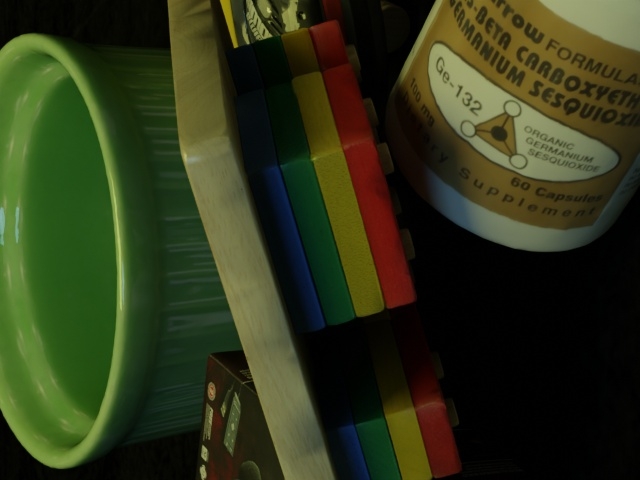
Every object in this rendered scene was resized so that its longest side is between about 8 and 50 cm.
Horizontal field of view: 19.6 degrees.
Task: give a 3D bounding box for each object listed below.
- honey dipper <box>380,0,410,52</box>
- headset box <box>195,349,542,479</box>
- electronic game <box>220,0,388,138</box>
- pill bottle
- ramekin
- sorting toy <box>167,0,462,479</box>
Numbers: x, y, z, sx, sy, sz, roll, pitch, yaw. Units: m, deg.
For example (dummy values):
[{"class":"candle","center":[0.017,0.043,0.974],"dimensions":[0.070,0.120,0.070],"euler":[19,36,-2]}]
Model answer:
[{"class":"honey dipper","center":[0.005,-0.152,1.169],"dimensions":[0.160,0.030,0.030],"euler":[35,124,55]},{"class":"headset box","center":[0.033,0.212,1.089],"dimensions":[0.293,0.110,0.218],"euler":[34,122,54]},{"class":"electronic game","center":[-0.019,-0.133,1.136],"dimensions":[0.229,0.048,0.229],"euler":[166,90,-70]},{"class":"pill bottle","center":[0.127,-0.114,0.854],"dimensions":[0.131,0.131,0.229],"euler":[63,144,33]},{"class":"ramekin","center":[-0.135,0.003,1.316],"dimensions":[0.303,0.148,0.303],"euler":[13,105,59]},{"class":"sorting toy","center":[0.000,0.000,0.963],"dimensions":[0.255,0.089,0.257],"euler":[-102,-4,-62]}]
